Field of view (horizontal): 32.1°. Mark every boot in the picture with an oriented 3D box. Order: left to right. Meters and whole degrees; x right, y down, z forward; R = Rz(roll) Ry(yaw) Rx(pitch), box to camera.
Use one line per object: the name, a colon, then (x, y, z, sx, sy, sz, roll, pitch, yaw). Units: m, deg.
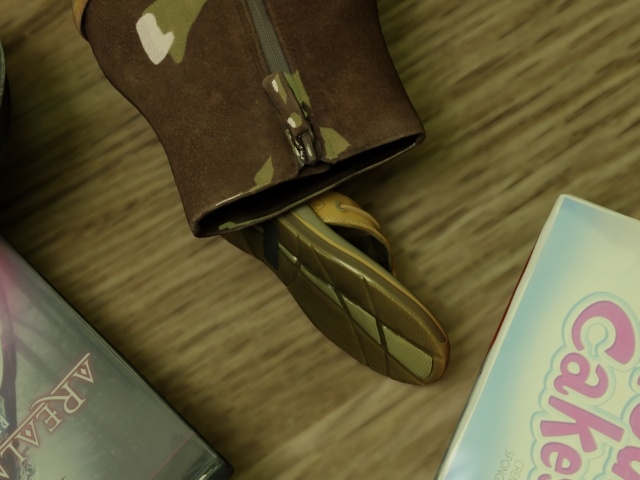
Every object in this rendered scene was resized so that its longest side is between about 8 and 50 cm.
boot: (0.004, -0.130, 0.566, 0.248, 0.090, 0.207, -26, 69, -8)

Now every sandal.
sandal: (0.000, 0.000, 0.565, 0.180, 0.072, 0.049, 40, 61, 18)

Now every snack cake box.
snack cake box: (0.084, 0.130, 0.471, 0.089, 0.152, 0.264, 22, 79, 11)

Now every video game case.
video game case: (-0.201, 0.094, 0.550, 0.274, 0.026, 0.196, 39, 82, 26)

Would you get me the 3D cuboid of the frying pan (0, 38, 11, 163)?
frying pan: (-0.284, 0.000, 0.565, 0.326, 0.053, 0.197, -35, 48, 6)
